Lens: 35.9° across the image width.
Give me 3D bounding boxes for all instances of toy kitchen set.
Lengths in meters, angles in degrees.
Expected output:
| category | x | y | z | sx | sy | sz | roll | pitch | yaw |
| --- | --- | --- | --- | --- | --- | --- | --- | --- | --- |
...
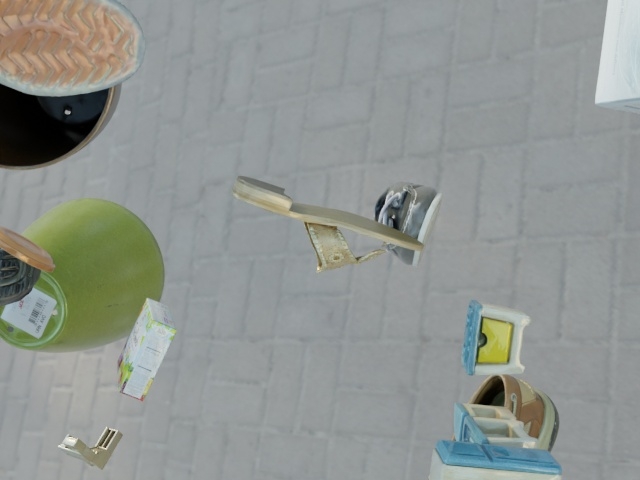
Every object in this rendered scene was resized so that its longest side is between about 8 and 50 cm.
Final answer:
| category | x | y | z | sx | sy | sz | roll | pitch | yaw |
| --- | --- | --- | --- | --- | --- | --- | --- | --- | --- |
| toy kitchen set | -0.417 | 0.353 | 1.767 | 0.068 | 0.083 | 0.075 | 4 | 53 | 39 |
| toy kitchen set | 0.175 | 0.163 | 1.057 | 0.207 | 0.122 | 0.166 | -122 | 38 | -81 |

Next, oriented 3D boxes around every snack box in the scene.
| category | x | y | z | sx | sy | sz | roll | pitch | yaw |
| --- | --- | --- | --- | --- | --- | --- | --- | --- | --- |
| snack box | -0.225 | 0.137 | 1.269 | 0.100 | 0.037 | 0.141 | -64 | 15 | 1 |

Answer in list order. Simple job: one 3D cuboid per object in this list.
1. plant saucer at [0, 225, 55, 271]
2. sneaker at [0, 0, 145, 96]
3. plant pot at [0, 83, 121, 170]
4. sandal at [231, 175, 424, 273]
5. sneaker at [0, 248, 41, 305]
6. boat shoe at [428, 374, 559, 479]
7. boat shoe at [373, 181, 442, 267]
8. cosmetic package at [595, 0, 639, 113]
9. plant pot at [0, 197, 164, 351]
| category | x | y | z | sx | sy | sz | roll | pitch | yaw |
| --- | --- | --- | --- | --- | --- | --- | --- | --- | --- |
| plant saucer | -0.322 | 0.007 | 1.067 | 0.083 | 0.083 | 0.013 | 33 | 91 | 42 |
| sneaker | -0.308 | -0.196 | 0.879 | 0.121 | 0.302 | 0.108 | -115 | 31 | -69 |
| plant pot | -0.325 | -0.194 | 1.188 | 0.215 | 0.230 | 0.215 | 0 | 95 | 2 |
| sandal | -0.001 | -0.001 | 1.191 | 0.088 | 0.240 | 0.079 | -118 | 48 | -75 |
| sneaker | -0.522 | 0.067 | 1.324 | 0.130 | 0.286 | 0.109 | 126 | 140 | -64 |
| boat shoe | 0.187 | 0.314 | 1.259 | 0.122 | 0.120 | 0.324 | 0 | 56 | 51 |
| boat shoe | 0.115 | -0.030 | 1.426 | 0.095 | 0.335 | 0.112 | 20 | 92 | 5 |
| cosmetic package | 0.393 | -0.237 | 0.949 | 0.224 | 0.138 | 0.224 | -172 | 89 | -71 |
| plant pot | -0.438 | 0.080 | 1.681 | 0.274 | 0.293 | 0.275 | 1 | 99 | 7 |
